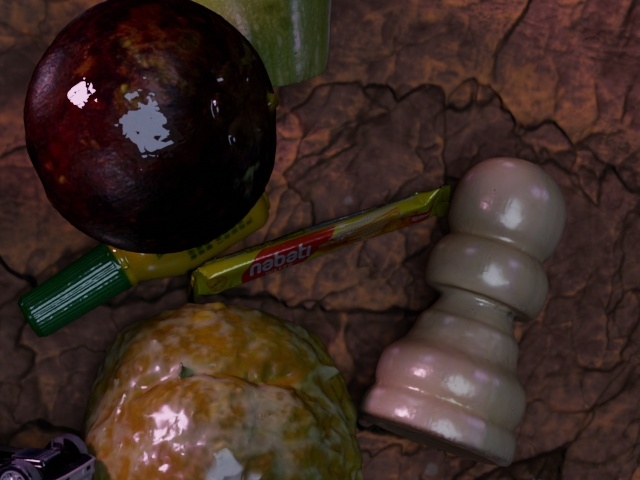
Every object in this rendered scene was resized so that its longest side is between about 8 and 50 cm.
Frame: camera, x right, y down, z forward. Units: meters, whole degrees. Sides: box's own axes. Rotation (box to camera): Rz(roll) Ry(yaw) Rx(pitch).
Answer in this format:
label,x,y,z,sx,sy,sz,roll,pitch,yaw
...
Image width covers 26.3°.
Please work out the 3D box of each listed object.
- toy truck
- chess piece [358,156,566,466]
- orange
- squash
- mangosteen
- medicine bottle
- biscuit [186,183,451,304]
label,x,y,z,sx,sy,sz,roll,pitch,yaw
toy truck,-0.330,0.231,1.234,0.253,0.114,0.124,4,100,18
chess piece,0.163,0.063,1.375,0.167,0.167,0.299,23,80,-12
orange,-0.087,0.242,1.288,0.271,0.210,0.368,-2,89,-11
squash,-0.063,-0.215,1.317,0.170,0.170,0.122,-13,108,-13
mangosteen,-0.171,-0.092,1.220,0.231,0.289,0.231,15,68,-41
medicine bottle,-0.173,0.008,1.334,0.260,0.064,0.095,-33,114,-11
biscuit,0.000,0.000,1.382,0.292,0.048,0.026,-19,58,-16
